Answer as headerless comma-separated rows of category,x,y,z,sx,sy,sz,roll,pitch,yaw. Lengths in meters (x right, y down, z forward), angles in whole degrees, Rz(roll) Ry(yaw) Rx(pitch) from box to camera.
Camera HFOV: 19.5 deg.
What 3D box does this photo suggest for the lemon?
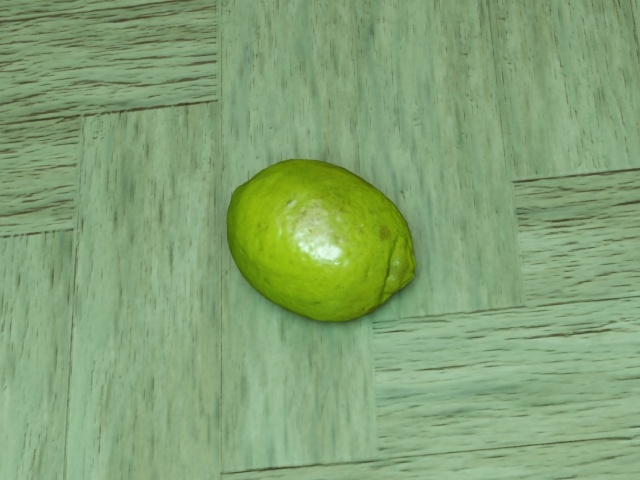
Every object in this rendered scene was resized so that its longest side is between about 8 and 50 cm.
lemon,0.000,0.000,1.985,0.207,0.170,0.170,29,65,20
